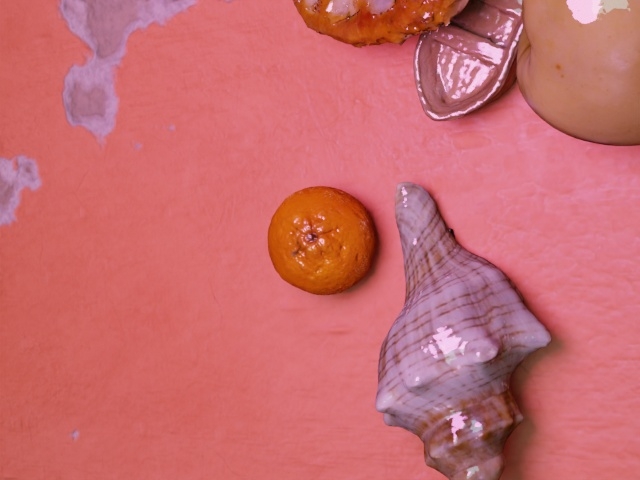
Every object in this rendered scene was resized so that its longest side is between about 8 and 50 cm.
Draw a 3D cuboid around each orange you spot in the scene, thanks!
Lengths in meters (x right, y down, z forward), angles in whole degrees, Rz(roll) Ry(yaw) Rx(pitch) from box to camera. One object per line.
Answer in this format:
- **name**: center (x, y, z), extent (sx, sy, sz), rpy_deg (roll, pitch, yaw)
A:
- **orange**: center (-0.002, 0.000, 1.222), extent (0.136, 0.117, 0.135), rpy_deg (-3, 85, 31)

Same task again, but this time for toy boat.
- **toy boat**: center (0.177, -0.222, 1.152), extent (0.116, 0.061, 0.188), rpy_deg (30, 105, 22)

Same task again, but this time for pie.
- **pie**: center (0.071, -0.348, 1.158), extent (0.308, 0.085, 0.308), rpy_deg (-7, 81, 45)

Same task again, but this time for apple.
- **apple**: center (0.308, -0.223, 0.988), extent (0.262, 0.262, 0.262), rpy_deg (1, 93, 27)

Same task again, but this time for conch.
- **conch**: center (0.153, 0.117, 1.125), extent (0.203, 0.169, 0.386), rpy_deg (-9, 90, 2)
